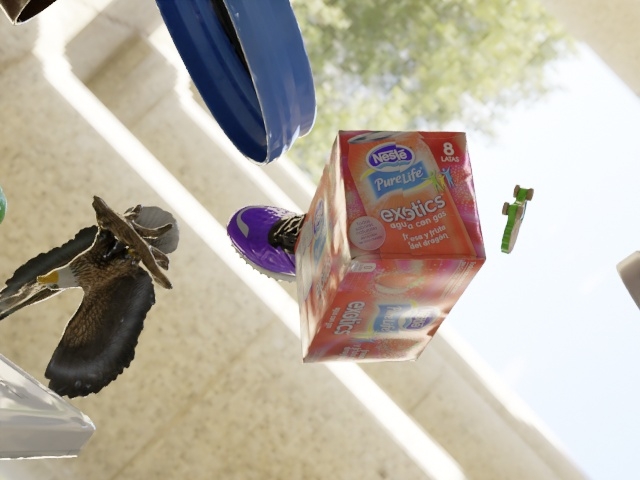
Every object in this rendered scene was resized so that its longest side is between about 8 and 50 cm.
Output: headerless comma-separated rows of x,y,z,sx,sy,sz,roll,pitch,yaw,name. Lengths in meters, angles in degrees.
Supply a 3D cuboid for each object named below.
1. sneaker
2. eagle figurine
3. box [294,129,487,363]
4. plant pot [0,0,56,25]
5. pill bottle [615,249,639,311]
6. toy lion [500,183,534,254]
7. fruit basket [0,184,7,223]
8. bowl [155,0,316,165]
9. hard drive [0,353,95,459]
0.001,0.000,1.721,0.102,0.293,0.146,-51,154,-29,sneaker
-0.366,0.069,2.039,0.298,0.225,0.226,-52,-150,34,eagle figurine
0.065,0.015,1.418,0.142,0.154,0.300,0,154,-11,box
-0.327,-0.387,1.386,0.215,0.230,0.215,-41,-171,8,plant pot
0.486,0.006,1.464,0.278,0.162,0.162,-34,-176,16,pill bottle
0.315,-0.029,2.111,0.100,0.034,0.096,-51,150,-51,toy lion
-0.603,-0.050,1.662,0.392,0.283,0.392,-27,159,-11,fruit basket
-0.120,-0.279,1.545,0.077,0.391,0.391,-26,178,-12,bowl
-0.345,0.104,1.086,0.047,0.233,0.353,-56,167,-3,hard drive
